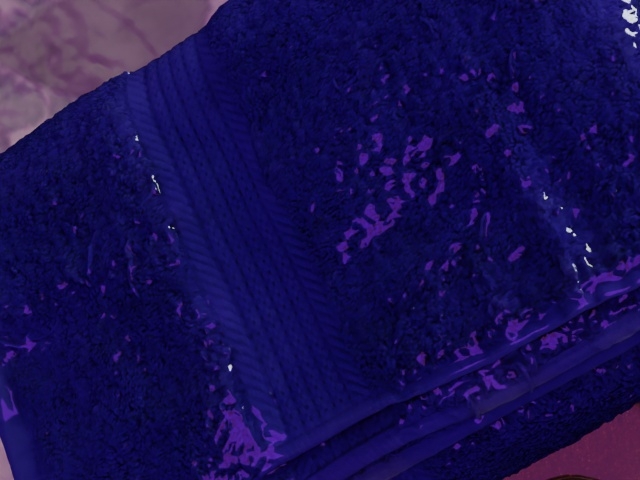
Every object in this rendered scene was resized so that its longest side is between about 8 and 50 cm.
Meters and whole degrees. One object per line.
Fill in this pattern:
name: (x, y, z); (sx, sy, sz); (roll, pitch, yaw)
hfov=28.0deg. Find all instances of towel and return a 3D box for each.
towel: (0.000, 0.000, 0.490); (0.308, 0.076, 0.227); (-31, 74, 15)

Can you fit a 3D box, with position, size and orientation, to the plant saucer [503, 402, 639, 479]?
plant saucer: (0.101, 0.114, 0.503); (0.168, 0.029, 0.168); (0, 91, 14)
